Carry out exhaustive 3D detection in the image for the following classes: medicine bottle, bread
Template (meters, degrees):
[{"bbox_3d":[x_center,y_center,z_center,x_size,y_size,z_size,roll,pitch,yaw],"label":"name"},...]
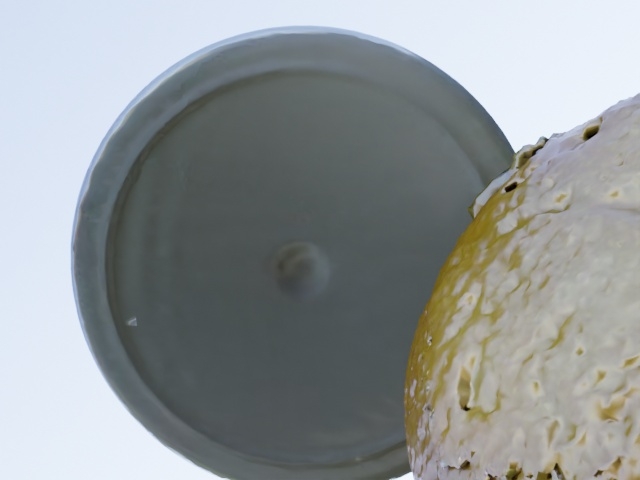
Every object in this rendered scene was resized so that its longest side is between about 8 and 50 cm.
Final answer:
[{"bbox_3d":[0.000,0.000,0.599,0.238,0.232,0.238,1,-81,4],"label":"medicine bottle"},{"bbox_3d":[0.139,0.048,0.377,0.240,0.240,0.139,-47,-63,-4],"label":"bread"}]
